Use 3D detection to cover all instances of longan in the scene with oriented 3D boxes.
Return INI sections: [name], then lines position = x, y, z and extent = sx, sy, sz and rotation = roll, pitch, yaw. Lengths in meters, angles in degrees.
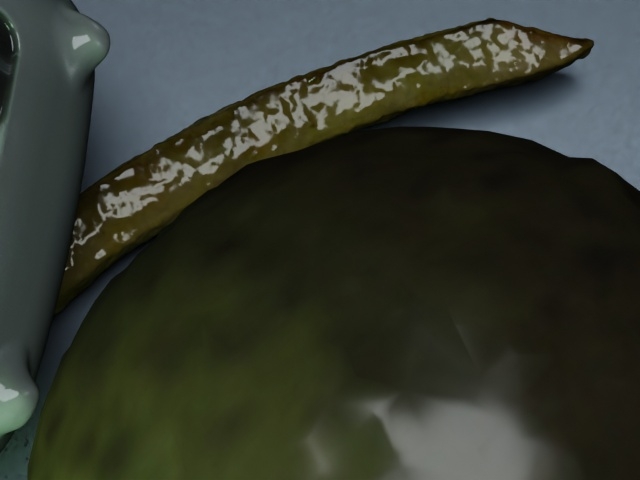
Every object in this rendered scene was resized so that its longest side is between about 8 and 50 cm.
[longan]
position = 0.050, 0.136, 0.927
extent = 0.391, 0.391, 0.391
rotation = 0, 74, 1

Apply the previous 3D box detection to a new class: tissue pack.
[tissue pack]
position = -0.257, -0.022, 1.011
extent = 0.236, 0.229, 0.333
rotation = -8, 65, 40

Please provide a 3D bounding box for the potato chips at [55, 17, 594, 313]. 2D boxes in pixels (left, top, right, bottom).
[potato chips]
position = -0.027, -0.058, 1.138
extent = 0.407, 0.057, 0.080
rotation = -26, 82, -6
